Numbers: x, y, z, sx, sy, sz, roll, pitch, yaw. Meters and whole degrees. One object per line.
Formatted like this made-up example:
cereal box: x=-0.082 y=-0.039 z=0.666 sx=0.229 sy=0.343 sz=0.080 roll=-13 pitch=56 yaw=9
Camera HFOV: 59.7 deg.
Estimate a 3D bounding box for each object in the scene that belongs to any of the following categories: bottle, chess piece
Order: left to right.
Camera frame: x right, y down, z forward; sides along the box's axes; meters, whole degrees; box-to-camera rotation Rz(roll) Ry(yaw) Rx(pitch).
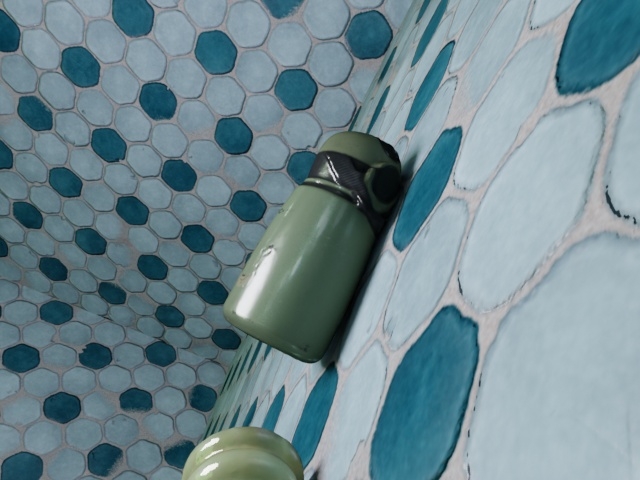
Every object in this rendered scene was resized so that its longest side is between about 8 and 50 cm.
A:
chess piece: x=-0.080 y=0.314 z=0.531 sx=0.251 sy=0.144 sz=0.144 roll=-102 pitch=36 yaw=-71
bottle: x=0.001 y=0.000 z=0.838 sx=0.347 sy=0.168 sz=0.168 roll=-62 pitch=6 yaw=-7
